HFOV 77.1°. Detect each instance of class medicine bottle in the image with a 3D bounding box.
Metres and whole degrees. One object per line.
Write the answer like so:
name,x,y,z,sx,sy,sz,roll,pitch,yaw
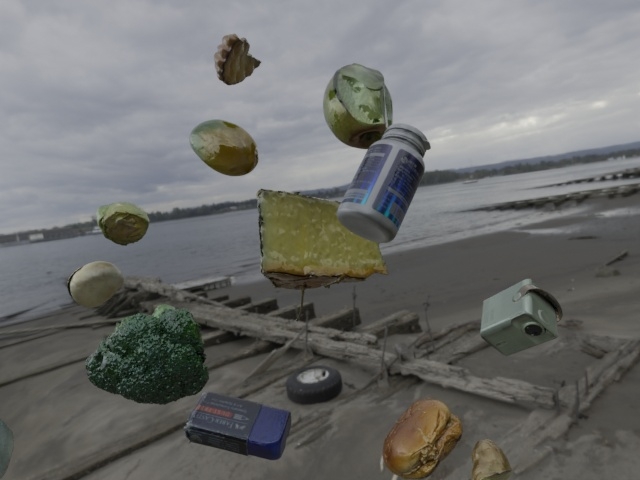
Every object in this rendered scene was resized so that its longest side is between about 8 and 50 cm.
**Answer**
medicine bottle,0.112,-0.100,0.688,0.107,0.191,0.107,25,-15,7

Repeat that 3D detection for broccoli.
broccoli,-0.397,0.257,0.950,0.269,0.253,0.269,6,24,-3

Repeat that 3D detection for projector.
projector,0.686,0.261,1.377,0.242,0.163,0.177,-43,12,42

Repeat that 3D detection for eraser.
eraser,-0.274,0.616,1.334,0.333,0.101,0.155,7,32,11

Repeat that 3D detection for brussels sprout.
brussels sprout,-0.652,-0.070,1.327,0.149,0.122,0.151,-19,-35,-22

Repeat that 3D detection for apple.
apple,0.097,-0.326,1.009,0.174,0.188,0.207,-9,-23,37

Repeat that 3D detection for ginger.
ginger,0.471,0.645,1.152,0.115,0.122,0.193,-38,-35,23

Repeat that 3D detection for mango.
mango,-0.244,-0.234,1.005,0.195,0.130,0.092,18,13,18

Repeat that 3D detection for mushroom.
mushroom,-0.701,0.132,1.254,0.123,0.154,0.154,30,29,35

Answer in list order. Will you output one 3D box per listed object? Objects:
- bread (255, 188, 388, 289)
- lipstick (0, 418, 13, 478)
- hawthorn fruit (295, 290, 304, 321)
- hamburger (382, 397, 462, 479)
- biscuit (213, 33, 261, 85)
bread,0.000,0.000,1.011,0.316,0.248,0.279,-9,-12,8
lipstick,-0.303,0.120,0.293,0.057,0.186,0.063,-17,38,-17
hawthorn fruit,-0.067,0.141,1.333,0.166,0.285,0.165,-4,6,0
hamburger,0.347,0.691,1.398,0.290,0.170,0.314,-43,-11,-29
biscuit,-0.226,-0.462,1.029,0.118,0.061,0.183,-45,0,4
